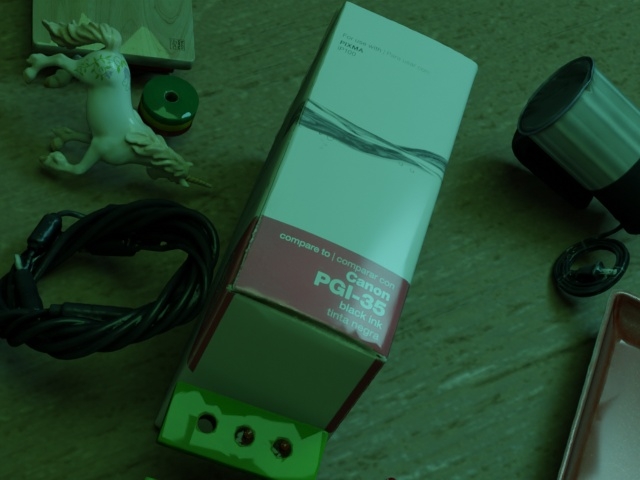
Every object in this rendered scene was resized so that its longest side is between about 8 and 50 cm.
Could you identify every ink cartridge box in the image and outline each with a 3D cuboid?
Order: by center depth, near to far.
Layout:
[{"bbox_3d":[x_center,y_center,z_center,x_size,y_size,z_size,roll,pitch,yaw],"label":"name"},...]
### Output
[{"bbox_3d":[0.000,0.000,1.127,0.117,0.207,0.283,24,52,-4],"label":"ink cartridge box"}]

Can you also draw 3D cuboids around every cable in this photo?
[{"bbox_3d":[-0.155,0.025,1.095,0.184,0.047,0.150,11,41,37],"label":"cable"}]

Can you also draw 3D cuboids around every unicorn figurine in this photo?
[{"bbox_3d":[-0.164,-0.092,1.204,0.111,0.162,0.060,-5,29,18],"label":"unicorn figurine"}]

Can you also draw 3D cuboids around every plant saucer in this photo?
[{"bbox_3d":[0.305,0.194,1.202,0.259,0.048,0.258,26,52,-2],"label":"plant saucer"}]

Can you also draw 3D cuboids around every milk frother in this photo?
[{"bbox_3d":[0.216,-0.048,1.279,0.134,0.129,0.143,40,42,-16],"label":"milk frother"}]

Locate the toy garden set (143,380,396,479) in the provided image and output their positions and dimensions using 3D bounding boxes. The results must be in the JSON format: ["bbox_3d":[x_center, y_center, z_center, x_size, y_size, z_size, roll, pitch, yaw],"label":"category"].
[{"bbox_3d":[-0.038,0.241,1.016,0.203,0.049,0.244,20,68,-6],"label":"toy garden set"}]

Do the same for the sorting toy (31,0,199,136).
[{"bbox_3d":[-0.177,-0.201,1.308,0.132,0.046,0.275,5,56,-17],"label":"sorting toy"}]
